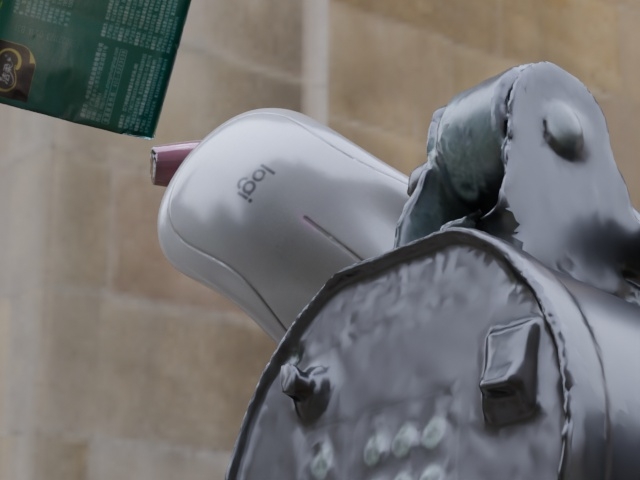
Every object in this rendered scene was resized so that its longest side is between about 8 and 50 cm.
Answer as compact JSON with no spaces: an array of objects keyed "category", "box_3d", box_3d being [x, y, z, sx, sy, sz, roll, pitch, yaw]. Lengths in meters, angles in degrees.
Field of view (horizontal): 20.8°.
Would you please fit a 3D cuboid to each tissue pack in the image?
[{"category":"tissue pack","box_3d":[-0.101,-0.112,0.777,0.085,0.111,0.079,14,12,-10]}]

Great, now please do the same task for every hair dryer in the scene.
[{"category":"hair dryer","box_3d":[-0.115,-0.069,1.691,0.106,0.054,0.154,0,-2,-9]}]

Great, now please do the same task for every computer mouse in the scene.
[{"category":"computer mouse","box_3d":[0.000,0.000,1.385,0.297,0.184,0.121,39,-12,26]}]

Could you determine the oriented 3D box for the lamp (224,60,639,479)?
[{"category":"lamp","box_3d":[0.102,0.132,0.697,0.272,0.374,0.205,39,-37,-22]}]
